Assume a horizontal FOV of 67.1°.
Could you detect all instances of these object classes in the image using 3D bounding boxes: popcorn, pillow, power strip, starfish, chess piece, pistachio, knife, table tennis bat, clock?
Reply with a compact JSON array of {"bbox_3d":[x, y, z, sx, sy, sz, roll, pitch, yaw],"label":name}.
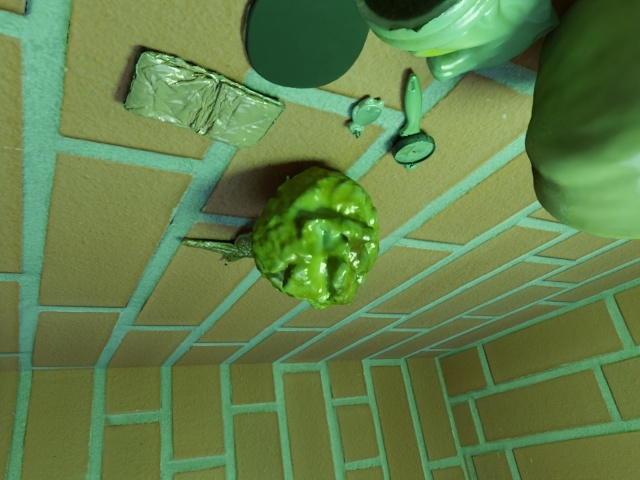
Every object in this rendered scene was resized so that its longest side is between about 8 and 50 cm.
[{"bbox_3d":[-0.003,-0.009,0.973,0.247,0.282,0.282,27,153,6],"label":"popcorn"},{"bbox_3d":[-0.177,-0.208,0.747,0.233,0.043,0.126,13,142,-34],"label":"pillow"},{"bbox_3d":[0.077,-0.211,0.834,0.055,0.035,0.083,5,149,-28],"label":"power strip"},{"bbox_3d":[-0.187,0.015,1.203,0.295,0.047,0.231,17,154,-40],"label":"starfish"},{"bbox_3d":[0.183,-0.288,0.607,0.176,0.175,0.298,-28,162,34],"label":"chess piece"},{"bbox_3d":[0.450,-0.204,0.607,0.282,0.365,0.445,17,120,-45],"label":"pistachio"},{"bbox_3d":[0.167,-0.206,0.890,0.043,0.019,0.293,-14,156,6],"label":"knife"},{"bbox_3d":[-0.009,-0.304,0.623,0.174,0.022,0.301,-2,155,-14],"label":"table tennis bat"},{"bbox_3d":[0.179,-0.173,0.926,0.085,0.017,0.085,-9,158,-4],"label":"clock"}]
